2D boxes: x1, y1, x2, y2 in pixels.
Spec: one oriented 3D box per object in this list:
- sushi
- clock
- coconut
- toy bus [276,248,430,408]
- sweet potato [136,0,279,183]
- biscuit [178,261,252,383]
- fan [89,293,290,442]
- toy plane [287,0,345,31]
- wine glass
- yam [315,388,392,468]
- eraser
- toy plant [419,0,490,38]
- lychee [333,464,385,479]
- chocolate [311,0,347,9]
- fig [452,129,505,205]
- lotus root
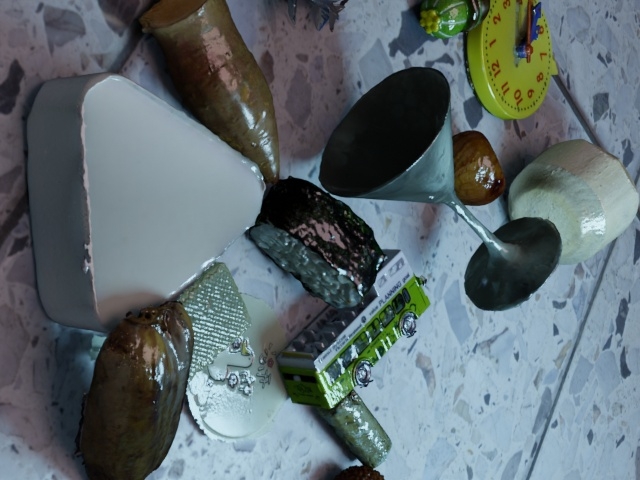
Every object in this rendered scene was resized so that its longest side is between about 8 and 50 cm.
[{"bbox_3d":[0.000,0.000,1.627,0.225,0.124,0.127,41,60,-18],"label":"sushi"},{"bbox_3d":[0.403,-0.389,2.102,0.293,0.071,0.277,-47,124,-34],"label":"clock"},{"bbox_3d":[0.527,-0.086,2.131,0.266,0.237,0.237,-28,111,-38],"label":"coconut"},{"bbox_3d":[0.056,0.145,1.725,0.302,0.113,0.139,-43,118,-37],"label":"toy bus"},{"bbox_3d":[-0.135,-0.213,1.501,0.131,0.131,0.336,-48,122,-35],"label":"sweet potato"},{"bbox_3d":[-0.185,0.126,1.499,0.199,0.040,0.121,-42,117,-42],"label":"biscuit"},{"bbox_3d":[-0.180,0.179,1.542,0.415,0.012,0.233,20,73,-47],"label":"fan"},{"bbox_3d":[-0.031,-0.437,1.649,0.226,0.058,0.226,58,37,-31],"label":"toy plane"},{"bbox_3d":[0.226,-0.069,1.751,0.406,0.267,0.267,40,63,-31],"label":"wine glass"},{"bbox_3d":[0.060,0.318,1.757,0.078,0.078,0.179,-55,127,-31],"label":"yam"},{"bbox_3d":[-0.227,-0.055,1.390,0.331,0.150,0.331,-3,94,-44],"label":"eraser"},{"bbox_3d":[0.246,-0.429,1.920,0.162,0.093,0.093,-31,113,-42],"label":"toy plant"},{"bbox_3d":[0.071,0.448,1.743,0.123,0.129,0.123,-50,162,-23],"label":"lychee"},{"bbox_3d":[0.054,-0.528,1.569,0.303,0.213,0.303,33,49,-47],"label":"chocolate"},{"bbox_3d":[0.247,-0.108,1.937,0.201,0.134,0.146,-35,100,-7],"label":"fig"},{"bbox_3d":[-0.231,0.233,1.344,0.167,0.078,0.329,-23,138,-39],"label":"lotus root"}]
